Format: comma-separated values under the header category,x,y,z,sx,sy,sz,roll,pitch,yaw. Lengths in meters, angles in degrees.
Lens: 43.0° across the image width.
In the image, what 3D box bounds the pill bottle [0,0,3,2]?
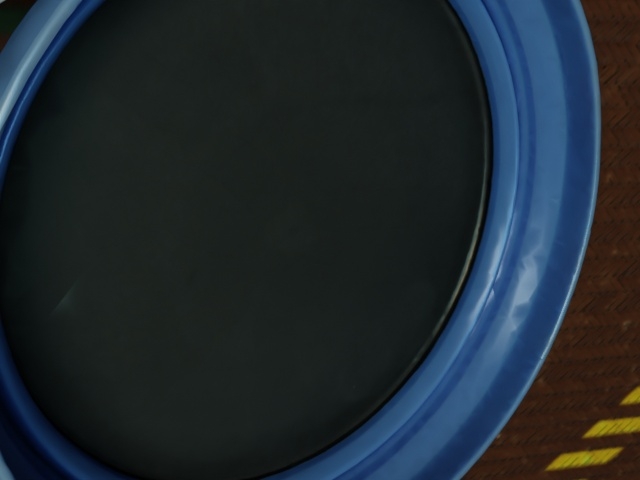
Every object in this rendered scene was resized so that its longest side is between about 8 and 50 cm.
category,x,y,z,sx,sy,sz,roll,pitch,yaw
pill bottle,-0.235,-0.225,0.297,0.181,0.181,0.323,-29,116,-1

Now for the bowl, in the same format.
category,x,y,z,sx,sy,sz,roll,pitch,yaw
bowl,0.000,0.000,0.440,0.391,0.077,0.391,-15,117,-33

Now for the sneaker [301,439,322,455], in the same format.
category,x,y,z,sx,sy,sz,roll,pitch,yaw
sneaker,-0.015,0.169,0.582,0.094,0.080,0.212,-4,112,-26
